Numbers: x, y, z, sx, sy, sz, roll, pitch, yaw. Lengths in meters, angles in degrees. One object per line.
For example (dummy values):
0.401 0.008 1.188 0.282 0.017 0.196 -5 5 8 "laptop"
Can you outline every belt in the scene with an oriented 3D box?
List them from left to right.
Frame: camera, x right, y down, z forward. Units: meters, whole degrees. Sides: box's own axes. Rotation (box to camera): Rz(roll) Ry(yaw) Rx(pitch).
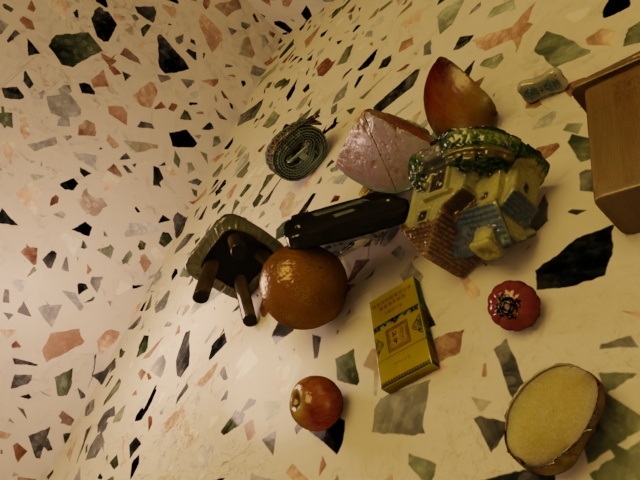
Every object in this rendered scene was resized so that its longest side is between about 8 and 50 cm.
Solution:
-0.091 -0.388 2.243 0.295 0.207 0.160 -38 26 -3 "belt"

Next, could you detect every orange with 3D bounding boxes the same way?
-0.052 0.137 1.566 0.274 0.274 0.274 -36 34 29 "orange"

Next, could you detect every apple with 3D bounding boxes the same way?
-0.007 0.421 1.356 0.146 0.146 0.146 -36 34 29 "apple"
0.411 -0.433 1.621 0.346 0.179 0.254 -112 25 -57 "apple"

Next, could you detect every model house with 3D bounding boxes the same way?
0.342 -0.078 1.244 0.321 0.261 0.266 -20 46 54 "model house"

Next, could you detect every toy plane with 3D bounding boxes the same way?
0.067 0.007 1.690 0.182 0.107 0.273 -50 24 -20 "toy plane"

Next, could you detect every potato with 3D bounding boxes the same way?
0.415 0.315 0.905 0.200 0.081 0.164 -54 21 -7 "potato"

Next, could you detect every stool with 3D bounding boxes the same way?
-0.299 0.109 1.910 0.310 0.310 0.226 -50 30 13 "stool"

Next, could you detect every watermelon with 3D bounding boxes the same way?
0.230 -0.297 1.576 0.222 0.292 0.319 -47 -15 -30 "watermelon"

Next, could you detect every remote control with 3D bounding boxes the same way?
0.598 -0.417 1.412 0.122 0.074 0.032 -17 43 48 "remote control"

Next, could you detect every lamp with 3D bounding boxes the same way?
0.403 0.136 1.093 0.107 0.092 0.107 -2 87 35 "lamp"

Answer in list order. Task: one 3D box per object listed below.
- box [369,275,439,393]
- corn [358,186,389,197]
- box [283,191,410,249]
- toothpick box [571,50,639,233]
0.206 0.233 1.329 0.153 0.041 0.279 -36 34 26 "box"
0.225 -0.216 1.718 0.244 0.093 0.093 -50 30 8 "corn"
0.069 -0.058 1.496 0.359 0.091 0.350 -16 8 -4 "box"
0.631 -0.189 1.030 0.190 0.187 0.308 -20 47 43 "toothpick box"
